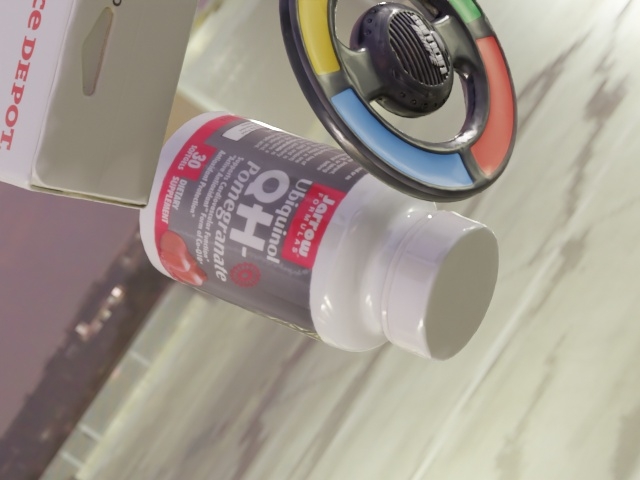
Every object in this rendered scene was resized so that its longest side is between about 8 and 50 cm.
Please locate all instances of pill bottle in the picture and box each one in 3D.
[{"bbox_3d":[0.000,0.000,1.389,0.176,0.318,0.176,-34,-46,-44],"label":"pill bottle"}]

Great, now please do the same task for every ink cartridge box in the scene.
[{"bbox_3d":[-0.224,-0.149,1.042,0.114,0.273,0.197,10,-84,-50],"label":"ink cartridge box"}]

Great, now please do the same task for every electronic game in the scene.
[{"bbox_3d":[0.062,-0.135,1.097,0.048,0.229,0.229,-31,20,43],"label":"electronic game"}]
